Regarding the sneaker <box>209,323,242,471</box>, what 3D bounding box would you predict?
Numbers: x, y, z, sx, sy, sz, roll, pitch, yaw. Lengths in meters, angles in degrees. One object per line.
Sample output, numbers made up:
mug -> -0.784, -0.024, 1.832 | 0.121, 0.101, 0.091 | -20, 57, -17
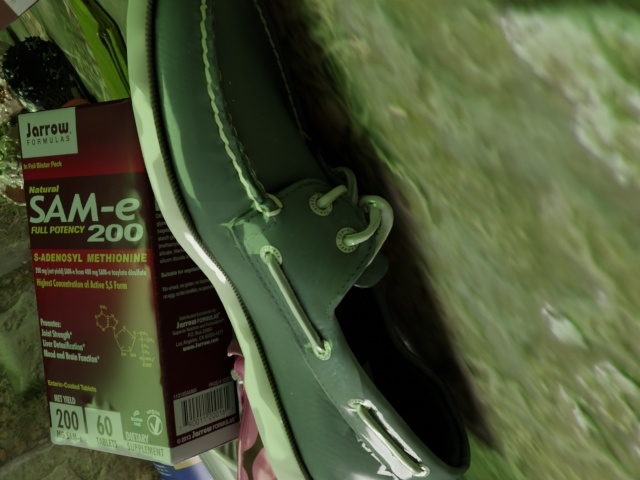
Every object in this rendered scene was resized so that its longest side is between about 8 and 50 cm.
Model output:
sneaker -> -0.093, 0.055, 0.821 | 0.350, 0.131, 0.148 | 51, 179, 21

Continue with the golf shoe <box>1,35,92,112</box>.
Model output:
golf shoe -> -0.312, -0.156, 1.170 | 0.198, 0.077, 0.094 | 54, 164, 24

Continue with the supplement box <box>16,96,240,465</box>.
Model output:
supplement box -> -0.133, 0.024, 0.685 | 0.130, 0.073, 0.239 | -1, 96, 38

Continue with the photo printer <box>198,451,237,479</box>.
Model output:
photo printer -> -0.090, 0.182, 1.044 | 0.256, 0.107, 0.307 | 61, 165, -10

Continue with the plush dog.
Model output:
plush dog -> -0.499, -0.211, 1.551 | 0.263, 0.210, 0.225 | 20, 132, 23

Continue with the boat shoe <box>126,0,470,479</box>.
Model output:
boat shoe -> 0.000, 0.000, 0.497 | 0.099, 0.116, 0.319 | -6, 115, 25

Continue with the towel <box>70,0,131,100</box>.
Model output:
towel -> -0.184, -0.126, 0.923 | 0.102, 0.021, 0.237 | 47, 160, 37

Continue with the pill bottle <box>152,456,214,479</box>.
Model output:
pill bottle -> -0.161, 0.281, 1.375 | 0.264, 0.153, 0.153 | 64, 164, -18

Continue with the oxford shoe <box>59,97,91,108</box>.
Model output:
oxford shoe -> -0.214, -0.049, 1.070 | 0.098, 0.097, 0.271 | 31, 160, 26

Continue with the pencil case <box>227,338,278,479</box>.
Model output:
pencil case -> -0.019, 0.167, 0.666 | 0.095, 0.098, 0.209 | -116, 30, -78

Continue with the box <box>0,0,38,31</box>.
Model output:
box -> -0.412, -0.327, 0.971 | 0.381, 0.143, 0.191 | 38, 170, 51
